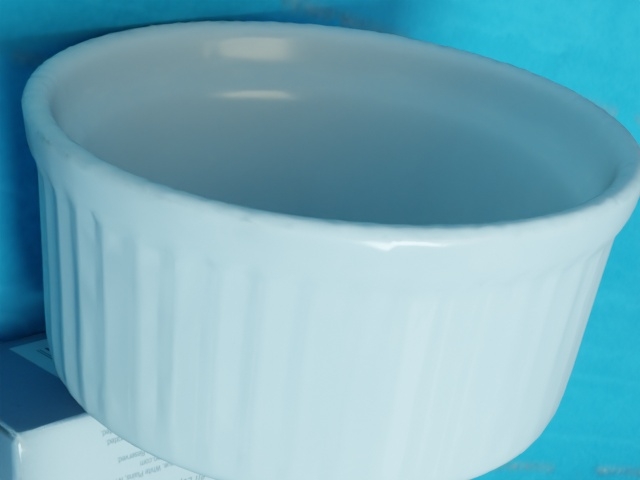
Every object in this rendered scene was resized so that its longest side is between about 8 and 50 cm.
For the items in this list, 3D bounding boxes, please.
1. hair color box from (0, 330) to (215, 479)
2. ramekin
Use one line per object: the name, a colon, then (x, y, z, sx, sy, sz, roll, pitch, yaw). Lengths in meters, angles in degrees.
hair color box: (-0.099, 0.232, 0.753, 0.185, 0.113, 0.375, -13, 112, -38)
ramekin: (0.000, 0.000, 0.659, 0.277, 0.277, 0.135, -13, 120, -38)
